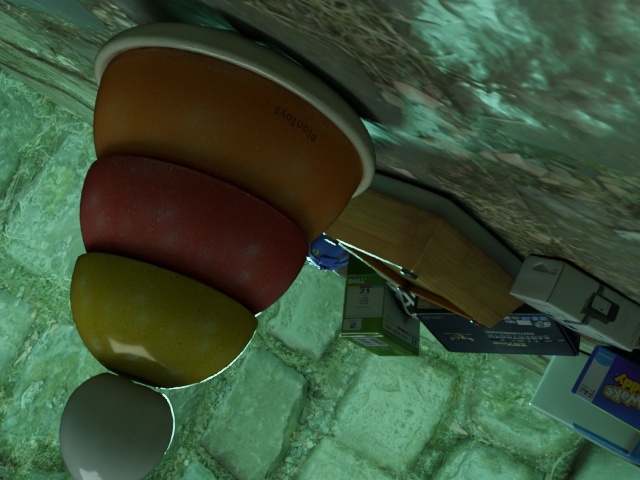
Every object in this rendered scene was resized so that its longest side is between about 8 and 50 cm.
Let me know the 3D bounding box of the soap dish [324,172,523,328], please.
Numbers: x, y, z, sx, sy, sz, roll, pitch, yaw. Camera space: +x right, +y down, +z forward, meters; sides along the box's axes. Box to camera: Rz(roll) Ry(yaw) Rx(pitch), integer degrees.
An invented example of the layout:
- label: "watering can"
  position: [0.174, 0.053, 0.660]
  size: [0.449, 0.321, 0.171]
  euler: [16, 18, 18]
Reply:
- label: "soap dish"
  position: [0.152, 0.015, 1.255]
  size: [0.229, 0.118, 0.291]
  euler: [24, 173, 44]

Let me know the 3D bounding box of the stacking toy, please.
- label: "stacking toy"
  position: [-0.168, 0.037, 0.941]
  size: [0.351, 0.479, 0.350]
  euler: [19, 161, 7]

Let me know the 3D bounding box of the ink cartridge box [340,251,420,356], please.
- label: "ink cartridge box"
  position: [0.132, 0.094, 1.741]
  size: [0.097, 0.255, 0.189]
  euler: [-4, 159, 28]

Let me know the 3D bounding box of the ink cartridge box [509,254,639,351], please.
- label: "ink cartridge box"
  position: [0.351, 0.085, 1.162]
  size: [0.150, 0.063, 0.109]
  euler: [29, 176, -14]

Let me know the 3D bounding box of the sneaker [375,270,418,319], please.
- label: "sneaker"
  position: [0.219, 0.090, 1.619]
  size: [0.146, 0.122, 0.330]
  euler: [22, 169, 34]

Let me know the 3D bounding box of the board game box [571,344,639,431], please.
- label: "board game box"
  position: [0.533, 0.247, 1.253]
  size: [0.233, 0.078, 0.347]
  euler: [30, -172, 31]

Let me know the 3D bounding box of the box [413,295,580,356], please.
- label: "box"
  position: [0.294, 0.132, 1.400]
  size: [0.233, 0.059, 0.183]
  euler: [-1, 153, 29]

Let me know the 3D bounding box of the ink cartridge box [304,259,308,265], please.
- label: "ink cartridge box"
  position: [-0.112, -0.070, 1.817]
  size: [0.223, 0.045, 0.224]
  euler: [42, 155, 63]

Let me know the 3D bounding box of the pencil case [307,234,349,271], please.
- label: "pencil case"
  position: [0.000, 0.000, 1.900]
  size: [0.119, 0.133, 0.306]
  euler: [22, 178, -12]

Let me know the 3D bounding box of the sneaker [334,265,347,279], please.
- label: "sneaker"
  position: [0.021, 0.008, 2.131]
  size: [0.302, 0.108, 0.121]
  euler: [24, -163, -11]

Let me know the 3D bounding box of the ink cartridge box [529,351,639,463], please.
- label: "ink cartridge box"
  position: [0.718, 0.419, 1.930]
  size: [0.395, 0.166, 0.285]
  euler: [32, 175, -35]
